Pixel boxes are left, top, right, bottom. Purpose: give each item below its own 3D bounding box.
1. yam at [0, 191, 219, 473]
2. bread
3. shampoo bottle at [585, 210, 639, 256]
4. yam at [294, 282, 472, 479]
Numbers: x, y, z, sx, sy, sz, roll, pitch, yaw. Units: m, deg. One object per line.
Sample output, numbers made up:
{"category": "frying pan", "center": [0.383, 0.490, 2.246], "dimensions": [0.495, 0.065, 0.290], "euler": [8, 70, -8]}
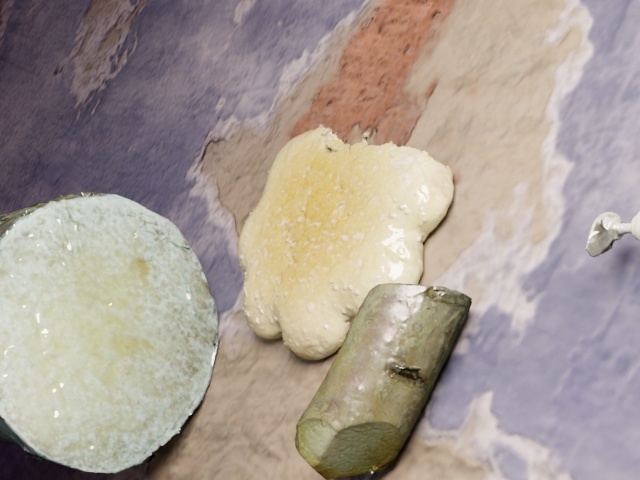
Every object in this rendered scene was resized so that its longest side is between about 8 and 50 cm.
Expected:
{"category": "yam", "center": [-0.262, 0.087, 1.032], "dimensions": [0.348, 0.241, 0.241], "euler": [-10, 57, 56]}
{"category": "bread", "center": [0.000, 0.000, 0.872], "dimensions": [0.251, 0.039, 0.182], "euler": [20, 82, 59]}
{"category": "shampoo bottle", "center": [0.205, -0.011, 0.568], "dimensions": [0.152, 0.045, 0.077], "euler": [-4, 63, 56]}
{"category": "yam", "center": [0.039, 0.090, 0.711], "dimensions": [0.069, 0.069, 0.146], "euler": [19, 80, 59]}
